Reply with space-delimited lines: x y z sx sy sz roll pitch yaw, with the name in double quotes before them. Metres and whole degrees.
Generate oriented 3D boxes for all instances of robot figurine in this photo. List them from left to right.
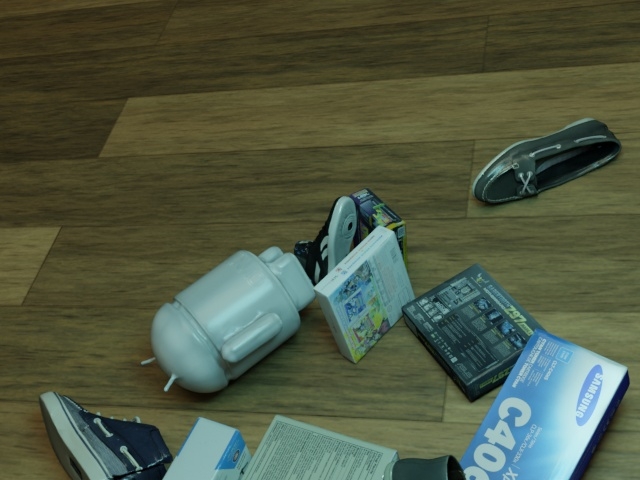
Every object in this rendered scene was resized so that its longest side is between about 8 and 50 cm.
"robot figurine" -0.182 0.157 1.697 0.353 0.199 0.300 -37 20 -17

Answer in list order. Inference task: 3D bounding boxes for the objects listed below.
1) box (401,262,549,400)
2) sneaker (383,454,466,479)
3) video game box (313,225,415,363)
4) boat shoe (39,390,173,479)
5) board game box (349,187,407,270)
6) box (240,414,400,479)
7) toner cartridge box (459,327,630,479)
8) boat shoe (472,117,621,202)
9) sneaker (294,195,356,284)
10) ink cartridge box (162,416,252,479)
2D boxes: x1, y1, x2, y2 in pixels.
"box" 0.289 0.166 1.634 0.183 0.059 0.232 -30 45 -10
"sneaker" 0.174 0.439 1.320 0.118 0.083 0.221 -21 79 37
"video game box" 0.089 0.105 1.656 0.048 0.205 0.187 25 59 39
"boat shoe" -0.402 0.377 1.640 0.158 0.127 0.340 -19 36 -30
"board game box" 0.118 -0.001 1.765 0.048 0.170 0.141 -26 44 -20
"box" 0.007 0.408 1.450 0.232 0.126 0.148 12 52 27
"toner cartridge box" 0.341 0.327 1.398 0.165 0.075 0.347 24 73 32
"boat shoe" 0.481 -0.161 1.843 0.335 0.112 0.095 -26 41 -12
"sneaker" 0.000 0.000 1.780 0.121 0.216 0.079 22 29 32
"ink cartridge box" -0.175 0.415 1.451 0.086 0.203 0.148 11 53 24
